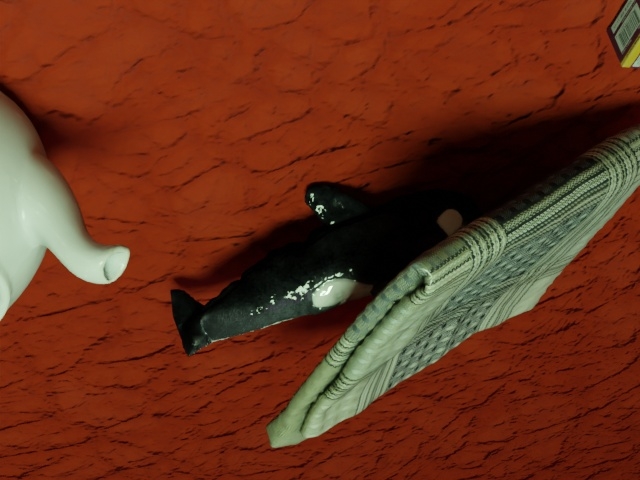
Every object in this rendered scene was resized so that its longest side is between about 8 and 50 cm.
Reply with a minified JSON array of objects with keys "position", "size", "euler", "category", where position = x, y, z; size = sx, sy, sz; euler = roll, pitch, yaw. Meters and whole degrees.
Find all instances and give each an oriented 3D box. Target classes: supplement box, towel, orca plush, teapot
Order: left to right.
[{"position":[-0.312,0.007,1.080],"size":[0.252,0.187,0.256],"euler":[14,137,-35],"category":"teapot"},{"position":[0.000,0.000,1.302],"size":[0.287,0.102,0.151],"euler":[-17,-170,10],"category":"orca plush"},{"position":[0.125,0.050,1.276],"size":[0.312,0.056,0.324],"euler":[-29,166,-37],"category":"towel"},{"position":[0.277,-0.166,1.175],"size":[0.083,0.043,0.055],"euler":[2,142,-21],"category":"supplement box"}]
